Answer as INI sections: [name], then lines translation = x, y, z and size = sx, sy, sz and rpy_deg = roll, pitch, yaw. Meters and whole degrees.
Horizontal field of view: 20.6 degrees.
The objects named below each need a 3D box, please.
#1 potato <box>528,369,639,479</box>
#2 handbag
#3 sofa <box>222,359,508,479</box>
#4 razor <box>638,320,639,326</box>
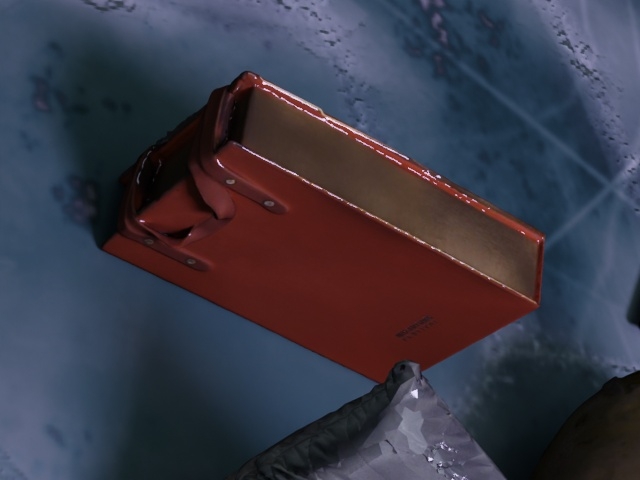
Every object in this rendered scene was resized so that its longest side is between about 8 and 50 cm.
[potato]
translation = 0.175, 0.182, 0.900
size = 0.165, 0.165, 0.262
rpy_deg = 36, 40, -19
[handbag]
translation = 0.000, 0.000, 0.879
size = 0.190, 0.127, 0.063
rpy_deg = 28, 53, -25
[sofa]
translation = 0.000, 0.208, 0.746
size = 0.210, 0.176, 0.225
rpy_deg = 53, 48, -5
[razor]
translation = 0.306, 0.096, 1.125
size = 0.253, 0.042, 0.082
rpy_deg = 41, 49, -16
